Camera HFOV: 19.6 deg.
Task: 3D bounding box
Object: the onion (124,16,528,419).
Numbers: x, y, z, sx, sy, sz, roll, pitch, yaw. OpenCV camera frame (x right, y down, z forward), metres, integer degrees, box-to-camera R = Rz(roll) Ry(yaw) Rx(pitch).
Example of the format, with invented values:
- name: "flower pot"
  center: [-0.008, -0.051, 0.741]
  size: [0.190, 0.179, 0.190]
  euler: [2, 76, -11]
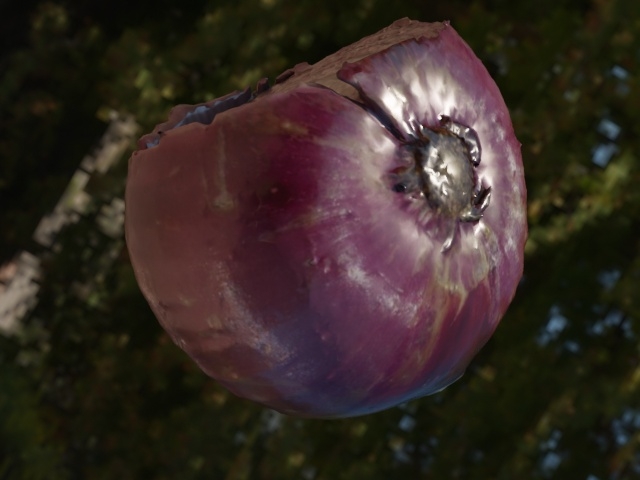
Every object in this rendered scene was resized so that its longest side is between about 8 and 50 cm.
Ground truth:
- name: "onion"
  center: [0.011, -0.003, 0.904]
  size: [0.201, 0.200, 0.207]
  euler: [-59, 172, 16]
